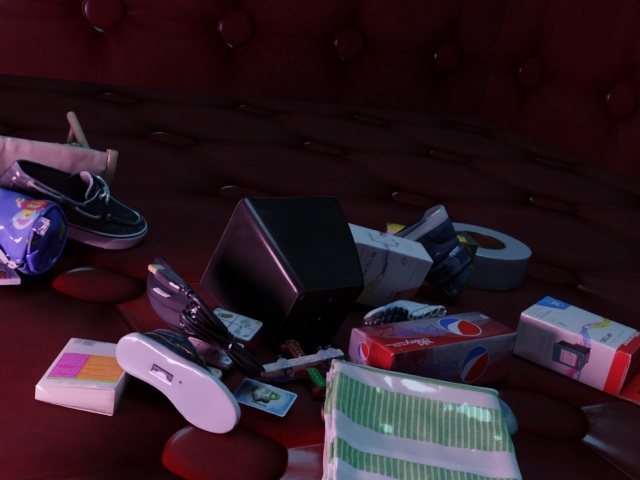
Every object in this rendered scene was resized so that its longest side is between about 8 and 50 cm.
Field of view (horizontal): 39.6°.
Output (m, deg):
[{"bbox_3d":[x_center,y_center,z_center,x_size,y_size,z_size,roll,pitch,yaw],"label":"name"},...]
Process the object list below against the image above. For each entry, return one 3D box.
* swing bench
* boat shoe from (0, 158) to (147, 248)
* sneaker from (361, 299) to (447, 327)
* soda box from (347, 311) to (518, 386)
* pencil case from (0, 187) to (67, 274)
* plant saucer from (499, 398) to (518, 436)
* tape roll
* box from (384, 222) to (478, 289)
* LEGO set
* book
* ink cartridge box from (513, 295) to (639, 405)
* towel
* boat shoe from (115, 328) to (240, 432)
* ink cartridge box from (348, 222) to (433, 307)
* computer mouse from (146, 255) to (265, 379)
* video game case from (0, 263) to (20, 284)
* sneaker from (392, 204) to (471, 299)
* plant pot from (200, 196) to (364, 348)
[{"bbox_3d":[-0.561,-0.150,1.685,0.253,0.165,0.254,6,21,-38],"label":"swing bench"},{"bbox_3d":[-0.412,-0.070,1.537,0.301,0.102,0.108,20,29,-43],"label":"boat shoe"},{"bbox_3d":[0.119,0.130,1.437,0.082,0.072,0.190,18,9,41],"label":"sneaker"},{"bbox_3d":[0.165,0.168,1.299,0.263,0.084,0.092,-4,21,-38],"label":"soda box"},{"bbox_3d":[-0.550,-0.026,1.373,0.306,0.119,0.133,12,41,5],"label":"pencil case"},{"bbox_3d":[0.218,0.234,1.231,0.119,0.021,0.119,10,18,-3],"label":"plant saucer"},{"bbox_3d":[0.320,0.031,1.840,0.219,0.072,0.219,11,18,-4],"label":"tape roll"},{"bbox_3d":[0.206,0.032,1.710,0.179,0.105,0.043,11,18,-2],"label":"box"},{"bbox_3d":[-0.074,0.185,1.206,0.244,0.060,0.182,15,30,16],"label":"LEGO set"},{"bbox_3d":[-0.289,0.165,1.121,0.096,0.035,0.144,9,17,0],"label":"book"},{"bbox_3d":[0.447,0.178,1.451,0.231,0.078,0.134,21,20,28],"label":"ink cartridge box"},{"bbox_3d":[0.120,0.253,1.034,0.247,0.038,0.325,12,23,-4],"label":"towel"},{"bbox_3d":[-0.162,0.166,1.109,0.183,0.065,0.083,33,16,17],"label":"boat shoe"},{"bbox_3d":[0.076,0.044,1.512,0.198,0.115,0.067,14,26,-24],"label":"ink cartridge box"},{"bbox_3d":[-0.190,0.084,1.167,0.262,0.060,0.184,39,-11,44],"label":"computer mouse"},{"bbox_3d":[-0.533,0.049,1.362,0.122,0.011,0.087,-1,21,-34],"label":"video game case"},{"bbox_3d":[0.171,0.062,1.641,0.226,0.163,0.086,-32,12,-1],"label":"sneaker"},{"bbox_3d":[-0.042,0.056,1.356,0.187,0.188,0.167,-3,45,-39],"label":"plant pot"}]
